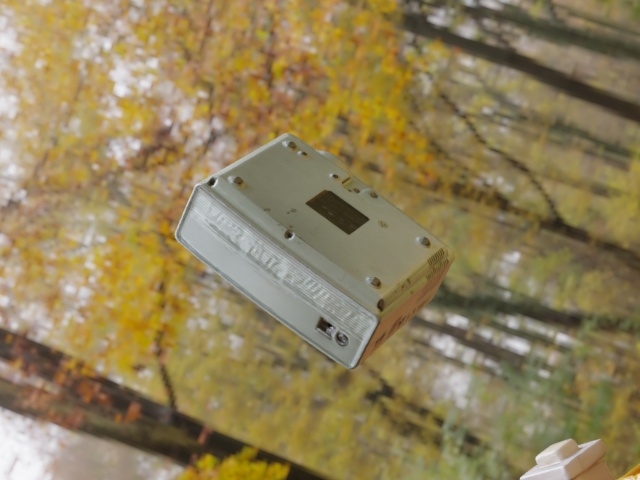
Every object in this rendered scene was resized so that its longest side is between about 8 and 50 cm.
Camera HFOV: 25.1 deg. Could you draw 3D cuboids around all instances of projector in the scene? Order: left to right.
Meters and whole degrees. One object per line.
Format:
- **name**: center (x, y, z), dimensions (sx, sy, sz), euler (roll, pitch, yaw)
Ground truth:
- **projector**: center (0.000, 0.000, 0.929), dimensions (0.115, 0.147, 0.061), euler (-35, -23, -53)

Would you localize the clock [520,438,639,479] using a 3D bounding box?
- **clock**: center (0.244, 0.258, 0.877), dimensions (0.166, 0.309, 0.235), euler (-25, -3, -41)
